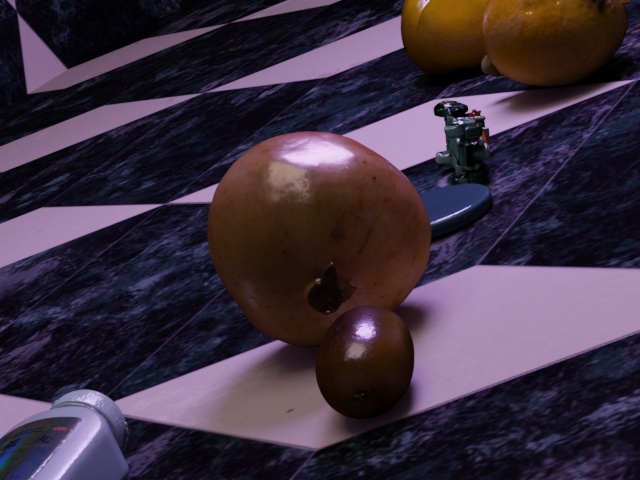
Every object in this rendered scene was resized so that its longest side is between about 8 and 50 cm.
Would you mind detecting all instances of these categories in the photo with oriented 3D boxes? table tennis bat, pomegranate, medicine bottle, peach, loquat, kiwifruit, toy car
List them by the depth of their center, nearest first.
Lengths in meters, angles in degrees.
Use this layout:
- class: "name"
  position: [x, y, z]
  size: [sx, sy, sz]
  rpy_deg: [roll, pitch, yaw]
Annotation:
- class: "medicine bottle"
  position: [-0.214, 0.188, 1.403]
  size: [0.121, 0.083, 0.229]
  rpy_deg: [-19, 14, 22]
- class: "kiwifruit"
  position: [0.034, 0.091, 1.409]
  size: [0.075, 0.075, 0.124]
  rpy_deg: [-19, 19, 13]
- class: "pomegranate"
  position: [-0.001, -0.004, 1.584]
  size: [0.191, 0.191, 0.191]
  rpy_deg: [-21, 14, 6]
- class: "table tennis bat"
  position: [0.077, -0.024, 1.841]
  size: [0.201, 0.033, 0.124]
  rpy_deg: [-9, 18, 36]
- class: "toy car"
  position: [0.150, -0.102, 1.936]
  size: [0.054, 0.073, 0.143]
  rpy_deg: [-5, 14, -2]
- class: "loquat"
  position: [0.262, -0.247, 2.144]
  size: [0.204, 0.149, 0.172]
  rpy_deg: [-29, 8, 41]
- class: "peach"
  position: [0.220, -0.313, 2.462]
  size: [0.251, 0.153, 0.251]
  rpy_deg: [-35, 18, 13]
